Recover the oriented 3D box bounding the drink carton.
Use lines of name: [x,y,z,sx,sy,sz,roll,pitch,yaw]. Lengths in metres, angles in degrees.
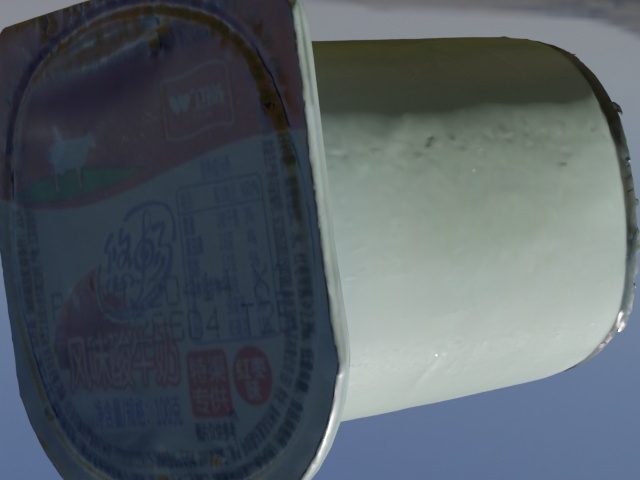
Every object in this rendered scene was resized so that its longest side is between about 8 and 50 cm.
drink carton: [0.000,0.000,0.725,0.185,0.191,0.190,-10,177,44]
